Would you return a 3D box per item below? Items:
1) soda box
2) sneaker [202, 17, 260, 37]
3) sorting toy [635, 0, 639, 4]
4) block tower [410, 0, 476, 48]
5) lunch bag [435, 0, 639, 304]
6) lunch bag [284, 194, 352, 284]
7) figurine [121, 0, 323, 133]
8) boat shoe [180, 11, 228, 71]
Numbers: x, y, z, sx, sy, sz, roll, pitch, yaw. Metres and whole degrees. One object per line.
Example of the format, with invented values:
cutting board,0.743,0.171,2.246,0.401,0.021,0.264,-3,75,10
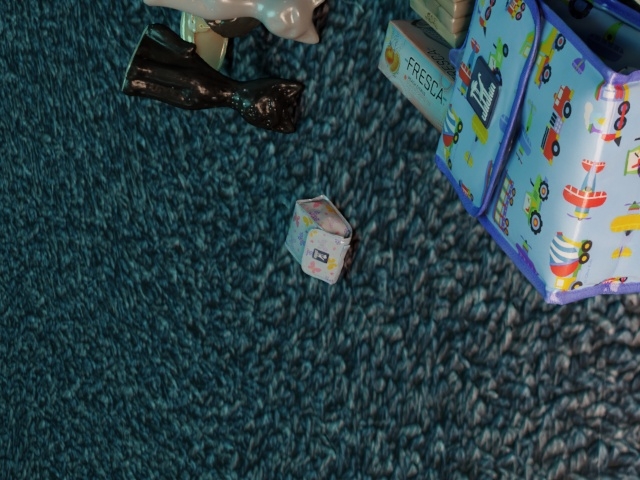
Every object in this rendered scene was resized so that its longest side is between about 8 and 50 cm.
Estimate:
soda box,0.130,-0.157,1.895,0.183,0.063,0.058,51,136,45
sneaker,-0.128,-0.411,2.299,0.147,0.129,0.330,180,80,-83
sorting toy,0.269,-0.305,1.549,0.193,0.038,0.208,44,138,11
block tower,0.136,-0.349,1.728,0.091,0.097,0.335,52,154,45
lunch bag,0.206,-0.114,1.680,0.293,0.138,0.221,47,134,49
lunch bag,0.000,0.000,2.183,0.083,0.053,0.071,50,139,34
figurine,-0.108,-0.237,2.212,0.092,0.209,0.215,-72,0,-53
boat shoe,-0.140,-0.291,2.377,0.059,0.063,0.170,-157,65,-65
